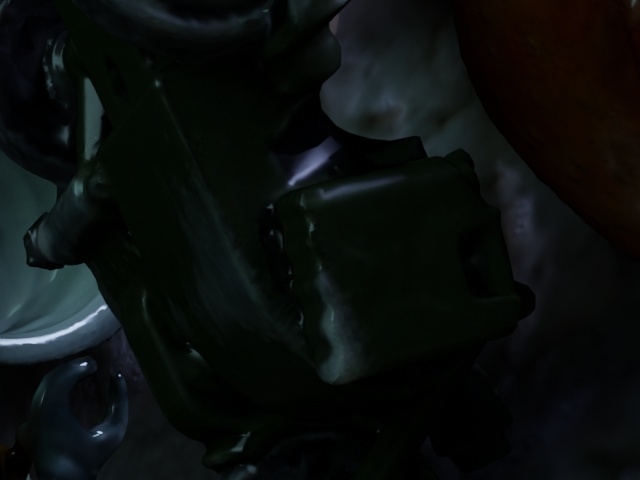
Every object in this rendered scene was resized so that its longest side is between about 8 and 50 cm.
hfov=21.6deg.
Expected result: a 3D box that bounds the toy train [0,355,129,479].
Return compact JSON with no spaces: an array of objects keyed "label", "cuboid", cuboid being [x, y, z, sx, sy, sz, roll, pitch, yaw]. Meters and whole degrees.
[{"label":"toy train","cuboid":[-0.168,0.206,0.578,0.231,0.163,0.369,2,64,61]}]

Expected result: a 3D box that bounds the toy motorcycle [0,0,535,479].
[{"label":"toy motorcycle","cuboid":[-0.010,-0.016,0.488,0.127,0.275,0.205,-26,-3,-24]}]

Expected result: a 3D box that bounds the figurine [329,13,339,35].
[{"label":"figurine","cuboid":[-0.103,-0.173,0.726,0.380,0.248,0.203,13,110,47]}]

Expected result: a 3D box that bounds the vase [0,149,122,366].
[{"label":"vase","cuboid":[-0.201,0.026,0.722,0.299,0.143,0.143,-30,43,50]}]

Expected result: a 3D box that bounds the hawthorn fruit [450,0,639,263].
[{"label":"hawthorn fruit","cuboid":[0.113,-0.089,0.457,0.179,0.200,0.179,-23,44,25]}]
